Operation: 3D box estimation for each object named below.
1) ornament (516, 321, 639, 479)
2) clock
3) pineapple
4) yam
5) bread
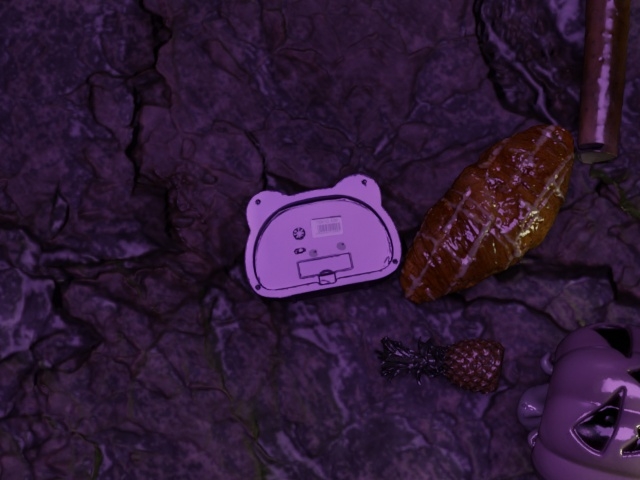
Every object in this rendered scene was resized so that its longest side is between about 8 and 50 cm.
[{"bbox_3d":[0.261,0.160,1.489,0.178,0.177,0.177,-1,80,3],"label":"ornament"},{"bbox_3d":[0.000,0.000,1.594,0.153,0.050,0.110,-10,79,1],"label":"clock"},{"bbox_3d":[0.113,0.114,1.565,0.124,0.058,0.058,8,80,5],"label":"pineapple"},{"bbox_3d":[0.284,-0.207,1.618,0.046,0.046,0.264,6,81,4],"label":"yam"},{"bbox_3d":[0.167,-0.025,1.578,0.233,0.076,0.105,-45,79,-4],"label":"bread"}]
